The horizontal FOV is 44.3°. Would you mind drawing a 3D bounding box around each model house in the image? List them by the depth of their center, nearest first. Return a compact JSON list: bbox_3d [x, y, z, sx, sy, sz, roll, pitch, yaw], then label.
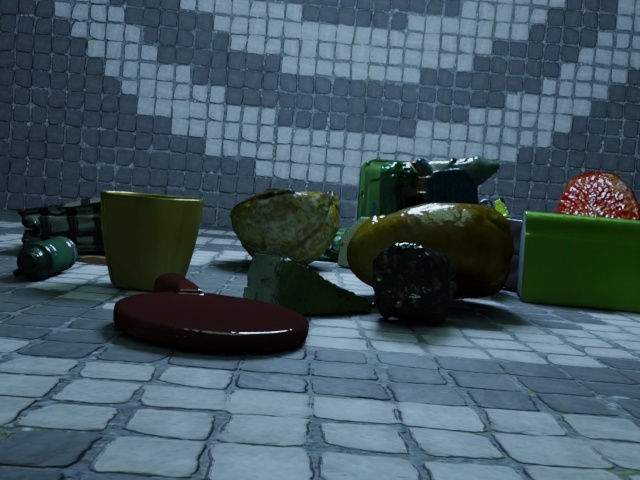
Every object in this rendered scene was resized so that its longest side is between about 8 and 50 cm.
[{"bbox_3d":[0.298,-0.045,1.858,0.280,0.312,0.245,-1,-1,16],"label":"model house"}]

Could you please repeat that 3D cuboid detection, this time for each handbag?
[{"bbox_3d":[-0.570,-0.040,2.011,0.327,0.163,0.325,-1,2,-6],"label":"handbag"}]

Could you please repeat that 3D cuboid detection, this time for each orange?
[{"bbox_3d":[-0.090,-0.031,2.047,0.271,0.210,0.368,-2,4,12],"label":"orange"}]

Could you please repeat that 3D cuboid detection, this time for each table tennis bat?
[{"bbox_3d":[-0.174,0.101,1.150,0.268,0.051,0.414,4,5,-25],"label":"table tennis bat"}]

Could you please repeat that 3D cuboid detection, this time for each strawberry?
[{"bbox_3d":[0.886,-0.048,2.497,0.312,0.351,0.267,0,-8,42],"label":"strawberry"}]

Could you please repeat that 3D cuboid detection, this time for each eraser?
[{"bbox_3d":[0.585,0.045,1.752,0.274,0.210,0.092,3,3,8],"label":"eraser"}]

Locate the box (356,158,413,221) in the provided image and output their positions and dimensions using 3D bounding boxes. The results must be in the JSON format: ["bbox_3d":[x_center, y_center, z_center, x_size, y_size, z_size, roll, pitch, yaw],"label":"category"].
[{"bbox_3d":[0.262,-0.093,2.531,0.252,0.329,0.178,2,6,-20],"label":"box"}]

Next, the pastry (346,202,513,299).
[{"bbox_3d":[0.222,0.023,1.573,0.356,0.164,0.356,4,-13,1],"label":"pastry"}]

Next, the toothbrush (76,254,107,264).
[{"bbox_3d":[-0.507,0.045,1.791,0.321,0.023,0.031,3,11,-15],"label":"toothbrush"}]

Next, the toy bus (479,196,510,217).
[{"bbox_3d":[0.455,-0.017,2.383,0.262,0.150,0.128,-24,-16,10],"label":"toy bus"}]

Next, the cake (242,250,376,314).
[{"bbox_3d":[-0.019,0.108,1.363,0.235,0.099,0.100,28,-13,-37],"label":"cake"}]

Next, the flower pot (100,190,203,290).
[{"bbox_3d":[-0.324,0.000,1.492,0.195,0.179,0.195,5,5,0],"label":"flower pot"}]

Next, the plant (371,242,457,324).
[{"bbox_3d":[0.157,0.073,1.324,0.129,0.132,0.194,10,-6,21],"label":"plant"}]

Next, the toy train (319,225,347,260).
[{"bbox_3d":[0.003,-0.008,2.457,0.189,0.126,0.307,2,4,-40],"label":"toy train"}]

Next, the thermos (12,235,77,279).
[{"bbox_3d":[-0.539,0.034,1.525,0.083,0.073,0.188,6,4,-1],"label":"thermos"}]

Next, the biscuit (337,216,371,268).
[{"bbox_3d":[0.156,0.014,2.134,0.252,0.150,0.052,7,-3,44],"label":"biscuit"}]

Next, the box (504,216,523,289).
[{"bbox_3d":[0.556,0.037,2.007,0.153,0.188,0.252,8,7,43],"label":"box"}]
